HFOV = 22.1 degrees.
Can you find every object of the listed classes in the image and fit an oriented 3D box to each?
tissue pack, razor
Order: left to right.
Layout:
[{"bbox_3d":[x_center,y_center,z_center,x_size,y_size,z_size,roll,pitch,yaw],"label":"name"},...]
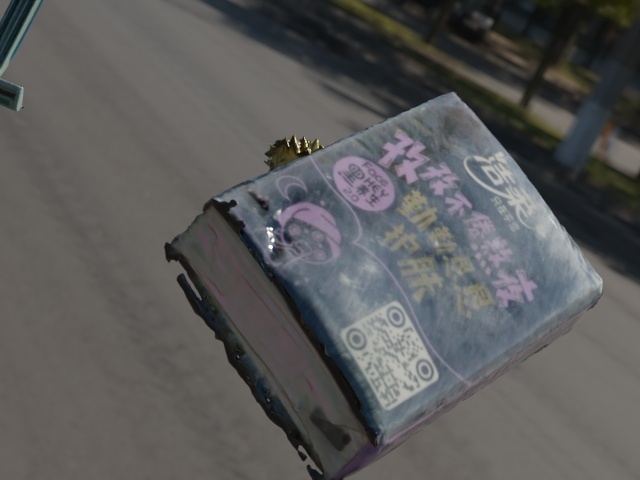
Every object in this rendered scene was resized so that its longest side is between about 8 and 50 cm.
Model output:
[{"bbox_3d":[-0.193,-0.179,1.108,0.068,0.191,0.037,22,-16,3],"label":"razor"},{"bbox_3d":[0.071,0.029,1.461,0.361,0.122,0.259,-28,79,-46],"label":"tissue pack"}]

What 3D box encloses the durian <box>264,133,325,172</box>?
[{"bbox_3d":[0.005,-0.005,1.715,0.078,0.224,0.140,-20,34,-35],"label":"durian"}]
